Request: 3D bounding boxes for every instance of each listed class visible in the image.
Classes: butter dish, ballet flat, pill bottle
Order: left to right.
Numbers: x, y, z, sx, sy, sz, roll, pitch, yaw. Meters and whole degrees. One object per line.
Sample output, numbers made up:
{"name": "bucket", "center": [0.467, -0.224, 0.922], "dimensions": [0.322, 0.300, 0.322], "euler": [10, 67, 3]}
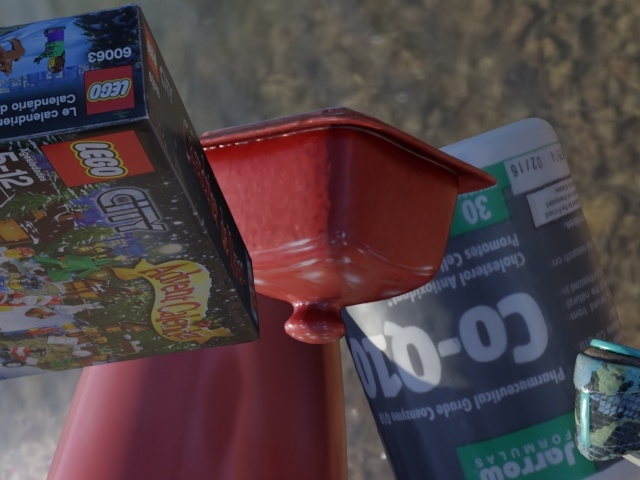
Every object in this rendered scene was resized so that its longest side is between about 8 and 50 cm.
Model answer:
{"name": "butter dish", "center": [0.000, 0.000, 0.714], "dimensions": [0.159, 0.160, 0.118], "euler": [-8, 73, 36]}
{"name": "pill bottle", "center": [0.135, 0.106, 0.951], "dimensions": [0.204, 0.204, 0.361], "euler": [-18, 91, 46]}
{"name": "ballet flat", "center": [0.196, 0.090, 0.613], "dimensions": [0.070, 0.188, 0.070], "euler": [-33, 52, 56]}

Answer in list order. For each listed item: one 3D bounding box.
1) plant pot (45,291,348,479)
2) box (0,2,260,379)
{"name": "plant pot", "center": [-0.095, 0.168, 1.037], "dimensions": [0.275, 0.275, 0.243], "euler": [-7, 72, 47]}
{"name": "box", "center": [-0.120, -0.002, 0.497], "dimensions": [0.233, 0.159, 0.044], "euler": [73, -171, -67]}
